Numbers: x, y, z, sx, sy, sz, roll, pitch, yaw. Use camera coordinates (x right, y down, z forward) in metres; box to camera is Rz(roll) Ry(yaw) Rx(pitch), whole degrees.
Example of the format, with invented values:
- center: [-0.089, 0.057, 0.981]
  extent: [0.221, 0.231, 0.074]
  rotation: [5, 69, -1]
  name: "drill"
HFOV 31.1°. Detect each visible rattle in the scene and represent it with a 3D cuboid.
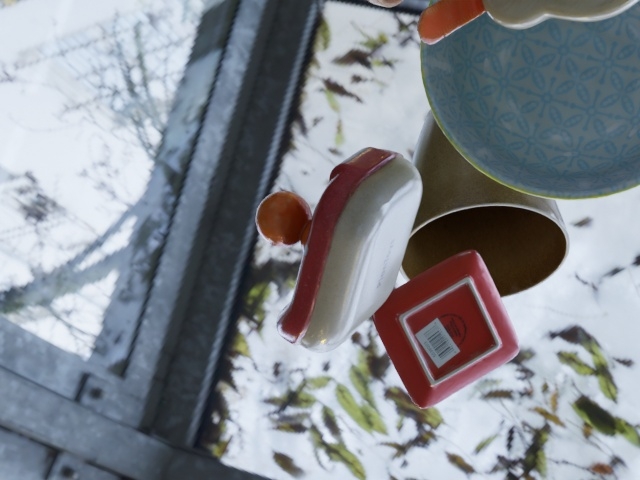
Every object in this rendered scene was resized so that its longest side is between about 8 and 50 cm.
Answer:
- center: [0.178, -0.215, 0.893]
  extent: [0.199, 0.130, 0.143]
  rotation: [-33, -172, 25]
  name: "rattle"

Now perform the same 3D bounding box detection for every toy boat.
- center: [0.000, 0.000, 1.185]
  extent: [0.151, 0.151, 0.231]
  rotation: [28, -55, 20]
  name: "toy boat"

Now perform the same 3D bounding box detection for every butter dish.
- center: [0.145, 0.103, 1.458]
  extent: [0.160, 0.160, 0.118]
  rotation: [-29, -164, -9]
  name: "butter dish"

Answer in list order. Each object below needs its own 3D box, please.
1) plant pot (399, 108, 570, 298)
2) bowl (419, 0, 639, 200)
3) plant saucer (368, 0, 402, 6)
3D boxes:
- center: [0.220, -0.079, 1.651]
  extent: [0.237, 0.237, 0.254]
  rotation: [-18, -129, 20]
  name: "plant pot"
- center: [0.254, -0.179, 1.155]
  extent: [0.289, 0.156, 0.289]
  rotation: [0, -92, 13]
  name: "bowl"
- center: [0.046, -0.280, 0.871]
  extent: [0.037, 0.200, 0.200]
  rotation: [8, -111, 19]
  name: "plant saucer"
